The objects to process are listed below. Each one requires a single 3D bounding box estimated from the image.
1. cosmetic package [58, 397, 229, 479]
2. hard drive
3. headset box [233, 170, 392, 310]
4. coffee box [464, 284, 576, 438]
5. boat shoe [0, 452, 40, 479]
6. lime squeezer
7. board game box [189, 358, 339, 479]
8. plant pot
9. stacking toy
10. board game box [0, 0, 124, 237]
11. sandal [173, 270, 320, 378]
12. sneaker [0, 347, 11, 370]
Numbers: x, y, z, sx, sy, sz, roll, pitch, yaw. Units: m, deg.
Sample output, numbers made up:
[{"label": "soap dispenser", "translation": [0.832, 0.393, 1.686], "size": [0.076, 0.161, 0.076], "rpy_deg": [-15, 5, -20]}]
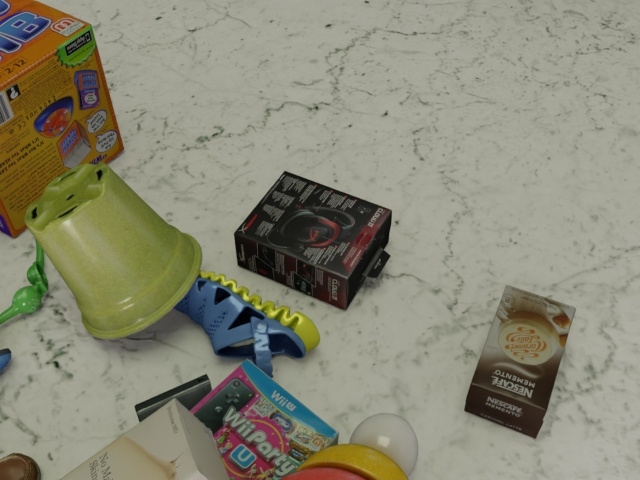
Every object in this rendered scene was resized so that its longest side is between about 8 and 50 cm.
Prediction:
[{"label": "cosmetic package", "translation": [-0.291, 0.394, 1.120], "size": [0.309, 0.113, 0.160], "rpy_deg": [-37, 38, -1]}, {"label": "hard drive", "translation": [-0.256, 0.294, 1.362], "size": [0.135, 0.094, 0.022], "rpy_deg": [-22, 51, -19]}, {"label": "headset box", "translation": [0.000, 0.000, 1.617], "size": [0.293, 0.110, 0.218], "rpy_deg": [21, 51, 18]}, {"label": "coffee box", "translation": [0.372, 0.219, 1.430], "size": [0.141, 0.098, 0.246], "rpy_deg": [18, 50, 15]}, {"label": "boat shoe", "translation": [-0.562, 0.456, 1.207], "size": [0.110, 0.104, 0.307], "rpy_deg": [20, 51, 17]}, {"label": "lime squeezer", "translation": [-0.605, 0.095, 1.580], "size": [0.110, 0.059, 0.310], "rpy_deg": [-13, 43, 30]}, {"label": "board game box", "translation": [-0.151, 0.378, 1.288], "size": [0.224, 0.097, 0.303], "rpy_deg": [34, 56, 25]}, {"label": "plant pot", "translation": [-0.407, 0.001, 1.457], "size": [0.276, 0.254, 0.276], "rpy_deg": [-20, 38, 16]}, {"label": "stacking toy", "translation": [0.043, 0.426, 1.153], "size": [0.350, 0.351, 0.480], "rpy_deg": [22, 35, 18]}, {"label": "board game box", "translation": [-0.721, -0.300, 1.718], "size": [0.356, 0.356, 0.356], "rpy_deg": [26, 53, 22]}, {"label": "sandal", "translation": [-0.166, 0.162, 1.468], "size": [0.317, 0.126, 0.138], "rpy_deg": [21, 55, 19]}, {"label": "sneaker", "translation": [-0.647, 0.278, 1.406], "size": [0.209, 0.069, 0.082], "rpy_deg": [-38, 94, -41]}]
